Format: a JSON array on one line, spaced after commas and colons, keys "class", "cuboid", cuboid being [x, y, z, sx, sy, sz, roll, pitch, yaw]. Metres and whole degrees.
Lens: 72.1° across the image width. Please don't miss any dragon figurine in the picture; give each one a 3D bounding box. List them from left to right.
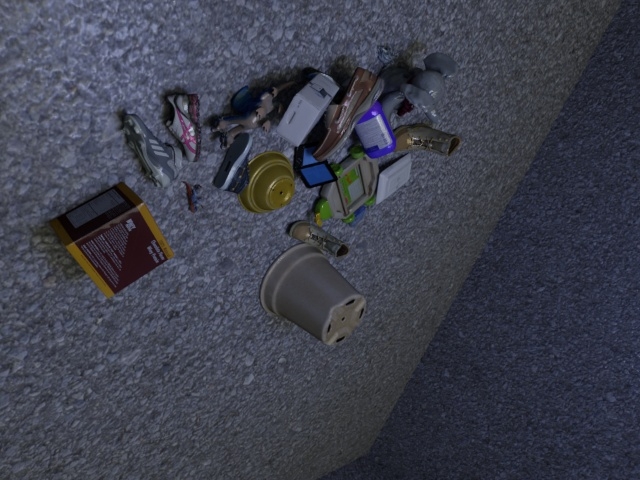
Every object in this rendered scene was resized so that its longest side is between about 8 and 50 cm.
[{"class": "dragon figurine", "cuboid": [-0.183, -0.367, 1.207, 0.289, 0.144, 0.085, -61, 146, -25]}]

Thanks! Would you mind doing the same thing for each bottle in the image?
[{"class": "bottle", "cuboid": [0.160, -0.418, 1.495, 0.118, 0.092, 0.283, -19, 125, 21]}]

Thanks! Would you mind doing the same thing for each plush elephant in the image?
[{"class": "plush elephant", "cuboid": [0.332, -0.508, 1.525, 0.272, 0.255, 0.330, -44, 142, -15]}]

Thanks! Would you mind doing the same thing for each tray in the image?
[{"class": "tray", "cuboid": [0.315, -0.257, 1.838, 0.270, 0.030, 0.145, -37, 142, -43]}]

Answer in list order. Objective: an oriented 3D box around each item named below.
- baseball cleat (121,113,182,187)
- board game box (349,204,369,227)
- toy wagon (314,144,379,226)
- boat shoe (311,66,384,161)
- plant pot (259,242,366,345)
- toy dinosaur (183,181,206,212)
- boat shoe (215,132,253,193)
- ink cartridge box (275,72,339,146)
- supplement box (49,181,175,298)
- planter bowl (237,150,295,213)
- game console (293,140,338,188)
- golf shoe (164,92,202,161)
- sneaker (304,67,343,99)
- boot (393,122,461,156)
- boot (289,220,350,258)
[{"class": "baseball cleat", "cuboid": [-0.411, -0.233, 1.090, 0.109, 0.072, 0.206, -49, 148, -35]}, {"class": "board game box", "cuboid": [0.159, -0.104, 1.814, 0.090, 0.020, 0.090, -41, 165, -19]}, {"class": "toy wagon", "cuboid": [0.090, -0.187, 1.663, 0.344, 0.068, 0.267, -40, 140, -18]}, {"class": "boat shoe", "cuboid": [0.063, -0.398, 1.389, 0.116, 0.123, 0.324, 33, 111, -15]}, {"class": "plant pot", "cuboid": [-0.008, 0.222, 1.668, 0.334, 0.305, 0.333, -28, 135, -32]}, {"class": "toy dinosaur", "cuboid": [-0.363, -0.120, 1.256, 0.090, 0.047, 0.082, 25, 110, -20]}, {"class": "boat shoe", "cuboid": [-0.233, -0.223, 1.287, 0.083, 0.065, 0.183, 14, 113, -53]}, {"class": "ink cartridge box", "cuboid": [-0.036, -0.376, 1.260, 0.139, 0.082, 0.190, -50, -171, 41]}, {"class": "supplement box", "cuboid": [-0.508, -0.002, 1.093, 0.194, 0.129, 0.191, -37, 139, -22]}, {"class": "planter bowl", "cuboid": [-0.148, -0.166, 1.397, 0.217, 0.090, 0.217, -27, 134, -32]}, {"class": "game console", "cuboid": [-0.010, -0.259, 1.480, 0.144, 0.085, 0.124, -21, 132, -36]}, {"class": "golf shoe", "cuboid": [-0.346, -0.286, 1.121, 0.086, 0.067, 0.186, -2, 130, -11]}, {"class": "sneaker", "cuboid": [0.007, -0.473, 1.357, 0.162, 0.063, 0.073, 16, 108, -52]}, {"class": "boot", "cuboid": [0.414, -0.387, 1.750, 0.262, 0.203, 0.095, -24, 133, -37]}, {"class": "boot", "cuboid": [0.000, 0.000, 1.622, 0.213, 0.165, 0.077, 14, 106, -53]}]
